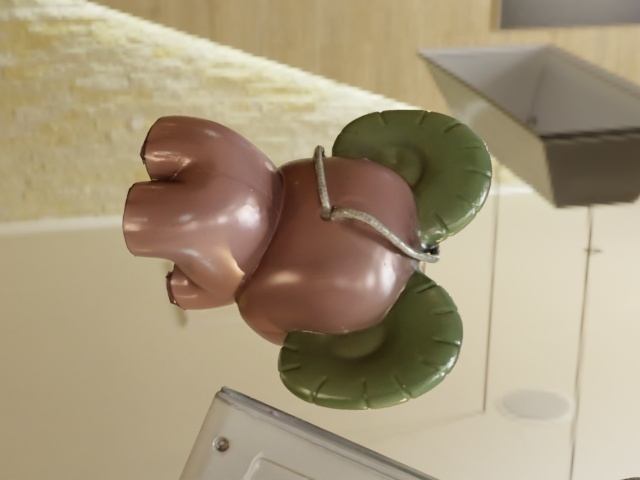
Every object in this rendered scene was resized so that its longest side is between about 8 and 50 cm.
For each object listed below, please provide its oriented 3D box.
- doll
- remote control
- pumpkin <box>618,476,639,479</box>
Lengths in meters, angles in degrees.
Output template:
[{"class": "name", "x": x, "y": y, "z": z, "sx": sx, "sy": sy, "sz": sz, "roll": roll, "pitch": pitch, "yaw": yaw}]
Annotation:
[{"class": "doll", "x": 0.000, "y": 0.000, "z": 0.985, "sx": 0.268, "sy": 0.284, "sz": 0.216, "roll": 2, "pitch": 154, "yaw": 20}, {"class": "remote control", "x": 0.046, "y": 0.191, "z": 0.701, "sx": 0.277, "sy": 0.103, "sz": 0.055, "roll": 23, "pitch": -179, "yaw": 4}, {"class": "pumpkin", "x": 0.259, "y": 0.311, "z": 0.884, "sx": 0.260, "sy": 0.260, "sz": 0.189, "roll": 0, "pitch": 178, "yaw": -3}]
